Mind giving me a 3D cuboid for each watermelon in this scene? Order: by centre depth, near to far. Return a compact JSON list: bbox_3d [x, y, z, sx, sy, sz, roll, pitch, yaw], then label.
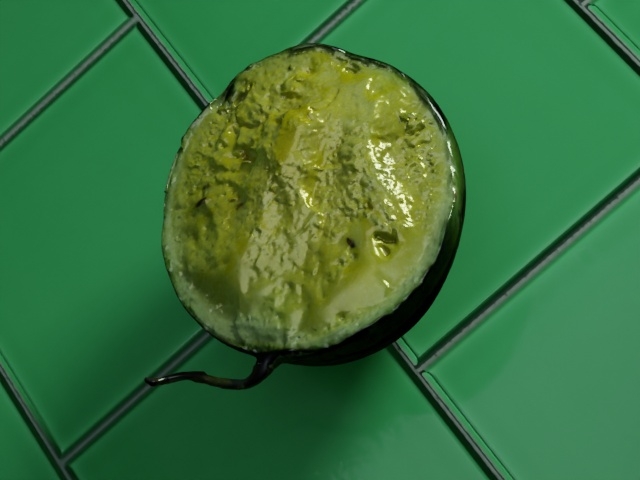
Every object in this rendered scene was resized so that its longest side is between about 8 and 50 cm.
[{"bbox_3d":[0.003,-0.007,0.957,0.204,0.127,0.232,-3,72,21],"label":"watermelon"}]
